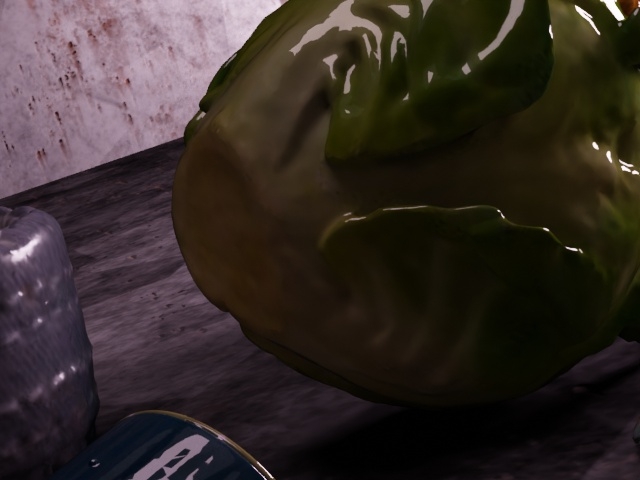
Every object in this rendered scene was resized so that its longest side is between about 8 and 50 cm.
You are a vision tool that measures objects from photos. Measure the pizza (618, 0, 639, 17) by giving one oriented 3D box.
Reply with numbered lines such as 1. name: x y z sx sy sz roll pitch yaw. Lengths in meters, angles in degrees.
1. pizza: 0.151 -0.132 1.308 0.409 0.114 0.278 -54 0 10

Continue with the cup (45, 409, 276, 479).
1. cup: -0.072 0.160 0.608 0.176 0.131 0.155 24 40 36

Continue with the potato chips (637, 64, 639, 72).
1. potato chips: 0.380 -0.137 1.133 0.389 0.097 0.373 -29 35 -31

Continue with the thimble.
1. thimble: -0.253 0.084 1.147 0.205 0.172 0.236 -20 12 -31

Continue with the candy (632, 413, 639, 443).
1. candy: 0.239 0.001 0.889 0.292 0.059 0.086 -47 -5 -25

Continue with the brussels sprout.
1. brussels sprout: 0.071 -0.039 0.978 0.294 0.259 0.227 -19 10 -19
